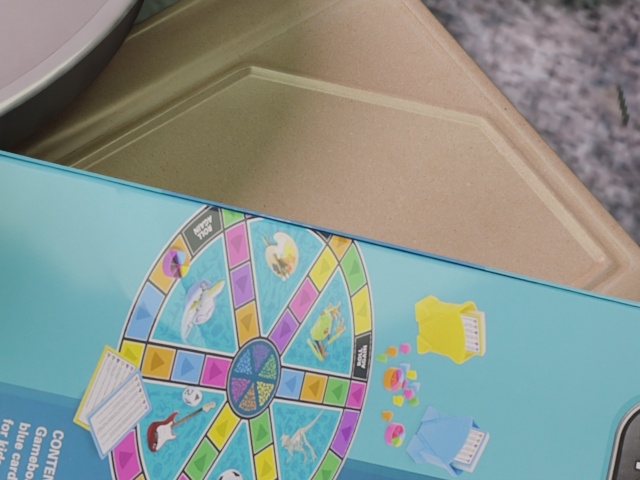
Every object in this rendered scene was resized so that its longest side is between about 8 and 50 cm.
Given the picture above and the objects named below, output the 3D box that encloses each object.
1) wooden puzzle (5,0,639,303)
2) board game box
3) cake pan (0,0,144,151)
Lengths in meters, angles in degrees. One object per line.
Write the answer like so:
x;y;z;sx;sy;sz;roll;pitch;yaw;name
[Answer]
0.000;0.000;0.661;0.221;0.044;0.238;-32;78;-22;wooden puzzle
-0.030;0.120;0.520;0.336;0.079;0.253;14;82;-7;board game box
-0.197;-0.133;0.652;0.293;0.054;0.293;-2;58;3;cake pan
